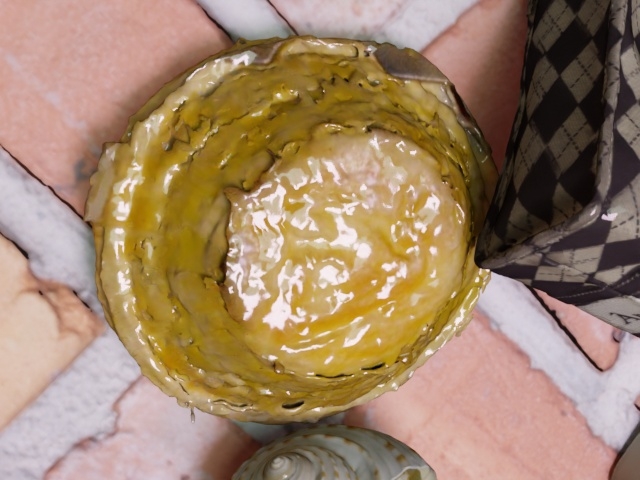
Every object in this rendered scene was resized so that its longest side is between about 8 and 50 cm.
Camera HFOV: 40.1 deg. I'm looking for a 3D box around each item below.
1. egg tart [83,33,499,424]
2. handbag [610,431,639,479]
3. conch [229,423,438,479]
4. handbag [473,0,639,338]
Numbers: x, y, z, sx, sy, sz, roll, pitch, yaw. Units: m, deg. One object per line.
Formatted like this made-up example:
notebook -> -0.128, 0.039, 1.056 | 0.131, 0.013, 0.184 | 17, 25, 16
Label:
egg tart -> 0.001, 0.000, 0.664 | 0.341, 0.132, 0.342 | -3, 100, -18
handbag -> 0.427, 0.210, 0.850 | 0.219, 0.079, 0.256 | 35, 94, -15
conch -> -0.004, 0.222, 0.706 | 0.172, 0.131, 0.200 | -43, 151, -26
handbag -> 0.344, -0.055, 0.715 | 0.416, 0.180, 0.317 | 24, 63, -18
